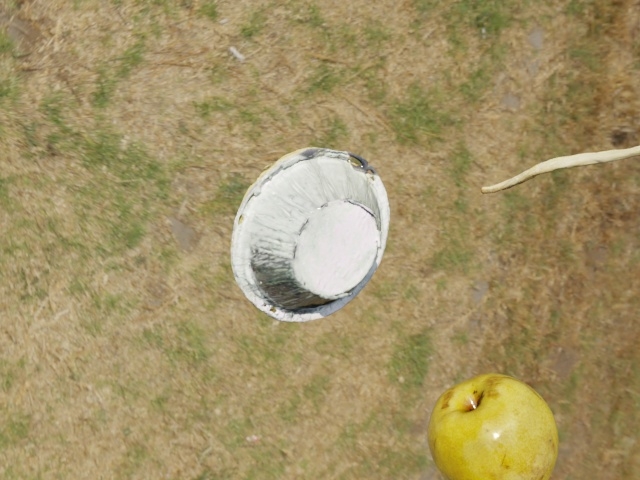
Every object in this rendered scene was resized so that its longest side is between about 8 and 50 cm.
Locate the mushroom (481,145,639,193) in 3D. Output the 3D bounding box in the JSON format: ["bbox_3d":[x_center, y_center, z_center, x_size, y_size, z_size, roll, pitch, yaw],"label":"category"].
[{"bbox_3d":[0.281,-0.086,0.727,0.026,0.286,0.028,0,75,-42],"label":"mushroom"}]

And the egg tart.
[{"bbox_3d":[0.000,0.000,0.912,0.234,0.094,0.234,-12,114,-28],"label":"egg tart"}]

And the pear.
[{"bbox_3d":[0.281,0.324,1.178,0.209,0.209,0.208,-5,101,-25],"label":"pear"}]
